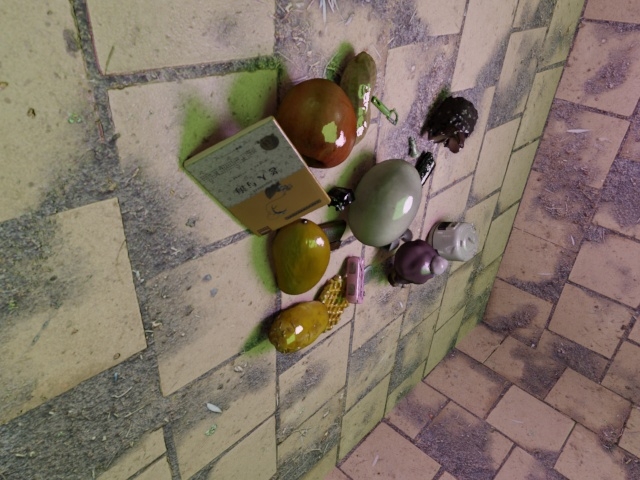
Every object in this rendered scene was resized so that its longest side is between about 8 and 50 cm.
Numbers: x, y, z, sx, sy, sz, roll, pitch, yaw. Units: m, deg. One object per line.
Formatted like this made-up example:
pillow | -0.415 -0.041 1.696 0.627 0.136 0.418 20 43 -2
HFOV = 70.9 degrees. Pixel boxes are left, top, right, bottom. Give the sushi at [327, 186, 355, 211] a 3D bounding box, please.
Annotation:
sushi | 0.064 -0.154 1.625 0.085 0.083 0.056 -46 144 -18

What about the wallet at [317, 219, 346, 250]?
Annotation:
wallet | 0.000 0.000 1.691 0.243 0.039 0.133 -13 128 -44

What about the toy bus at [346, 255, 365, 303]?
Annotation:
toy bus | 0.151 0.169 1.916 0.090 0.063 0.203 18 73 -63

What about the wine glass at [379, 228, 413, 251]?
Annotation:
wine glass | 0.350 -0.003 2.101 0.195 0.079 0.079 -21 129 -46

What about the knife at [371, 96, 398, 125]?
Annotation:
knife | 0.247 -0.492 1.677 0.212 0.015 0.054 17 100 -55

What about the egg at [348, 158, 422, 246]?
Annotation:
egg | 0.245 -0.142 1.714 0.258 0.258 0.352 21 97 -55

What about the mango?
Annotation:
mango | -0.062 0.063 1.541 0.195 0.142 0.332 -4 134 -1

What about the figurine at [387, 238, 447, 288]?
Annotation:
figurine | 0.427 0.150 2.122 0.218 0.206 0.365 -11 149 -12

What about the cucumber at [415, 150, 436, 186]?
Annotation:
cucumber | 0.447 -0.283 2.033 0.241 0.074 0.074 -59 146 2

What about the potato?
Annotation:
potato | -0.084 0.336 1.735 0.300 0.140 0.173 -22 123 -50

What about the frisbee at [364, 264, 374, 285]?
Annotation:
frisbee | 0.217 0.166 2.106 0.110 0.014 0.110 -32 136 -36

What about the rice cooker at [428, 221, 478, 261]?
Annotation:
rice cooker | 0.710 0.001 2.428 0.226 0.244 0.226 0 90 -36

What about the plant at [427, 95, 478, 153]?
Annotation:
plant | 0.568 -0.489 1.938 0.178 0.204 0.234 31 78 -46

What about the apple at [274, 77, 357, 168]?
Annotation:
apple | -0.007 -0.331 1.282 0.253 0.253 0.253 -31 136 -36

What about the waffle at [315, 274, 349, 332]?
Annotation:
waffle | 0.050 0.270 1.932 0.249 0.056 0.253 -49 145 -20

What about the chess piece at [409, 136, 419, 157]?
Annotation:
chess piece | 0.397 -0.400 1.915 0.042 0.042 0.093 -43 136 -24

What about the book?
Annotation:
book | -0.158 -0.159 1.266 0.269 0.032 0.389 -26 144 12

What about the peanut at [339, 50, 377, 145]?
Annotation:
peanut | 0.113 -0.450 1.450 0.136 0.120 0.298 -47 150 -62
